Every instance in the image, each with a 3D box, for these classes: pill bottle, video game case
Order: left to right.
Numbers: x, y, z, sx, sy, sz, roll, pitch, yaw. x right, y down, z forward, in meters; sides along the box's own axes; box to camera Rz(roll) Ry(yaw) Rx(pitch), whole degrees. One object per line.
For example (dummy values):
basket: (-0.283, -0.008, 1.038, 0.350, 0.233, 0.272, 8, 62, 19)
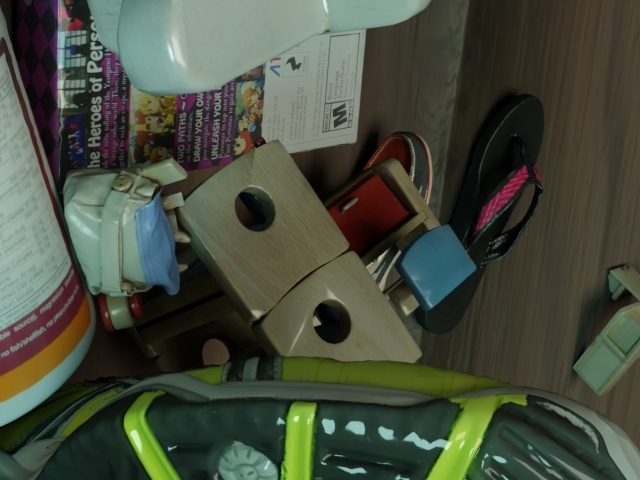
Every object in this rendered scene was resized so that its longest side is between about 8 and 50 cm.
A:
pill bottle: (-0.171, -0.038, 0.506, 0.121, 0.121, 0.221, -35, 129, -33)
video game case: (-0.054, -0.151, 0.649, 0.210, 0.042, 0.232, -14, 116, -44)

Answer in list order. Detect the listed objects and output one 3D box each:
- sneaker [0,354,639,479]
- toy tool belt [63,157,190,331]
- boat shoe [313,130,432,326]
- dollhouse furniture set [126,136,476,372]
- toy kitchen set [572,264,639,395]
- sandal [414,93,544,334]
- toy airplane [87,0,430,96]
sneaker: (-0.049, 0.099, 0.534, 0.147, 0.385, 0.145, -45, 118, -53)
toy tool belt: (-0.075, 0.003, 0.547, 0.051, 0.052, 0.083, -11, 130, -1)
boat shoe: (0.026, -0.006, 0.795, 0.043, 0.049, 0.137, 19, 97, -50)
dollhouse furniture set: (0.000, 0.000, 0.672, 0.184, 0.129, 0.129, -38, 98, -32)
toy kitchen set: (0.252, 0.072, 1.084, 0.083, 0.068, 0.075, -12, 142, -45)
sandal: (0.122, -0.014, 0.900, 0.067, 0.040, 0.179, 27, 85, -49)
toy airplane: (-0.067, -0.242, 0.432, 0.384, 0.272, 0.386, -66, 156, -11)
